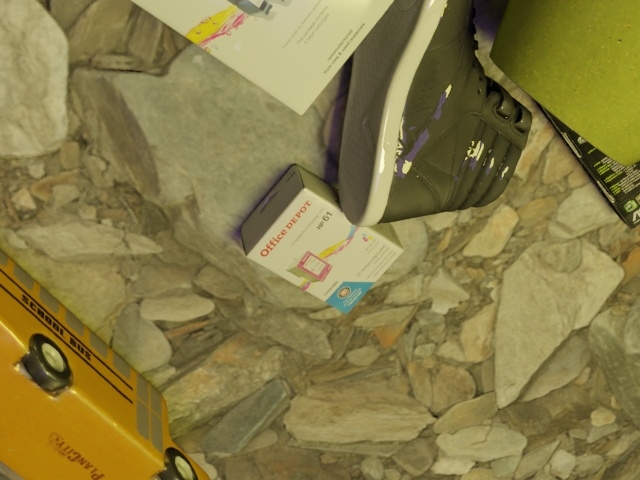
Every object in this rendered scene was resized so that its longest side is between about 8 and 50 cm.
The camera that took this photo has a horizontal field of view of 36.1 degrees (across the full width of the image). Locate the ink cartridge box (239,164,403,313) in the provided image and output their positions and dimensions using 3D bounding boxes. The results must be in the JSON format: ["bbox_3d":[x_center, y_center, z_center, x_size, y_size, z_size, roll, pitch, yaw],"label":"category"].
[{"bbox_3d":[0.000,0.000,0.910,0.122,0.052,0.088,31,110,-25],"label":"ink cartridge box"}]

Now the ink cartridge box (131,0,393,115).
[{"bbox_3d":[-0.053,-0.208,0.728,0.176,0.128,0.127,32,110,-26],"label":"ink cartridge box"}]

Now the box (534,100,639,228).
[{"bbox_3d":[0.317,-0.129,0.904,0.191,0.045,0.184,-38,118,13],"label":"box"}]

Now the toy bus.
[{"bbox_3d":[-0.240,0.151,0.904,0.108,0.130,0.332,-35,121,9],"label":"toy bus"}]

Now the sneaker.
[{"bbox_3d":[0.112,-0.150,0.823,0.147,0.104,0.295,-1,118,-24],"label":"sneaker"}]

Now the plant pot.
[{"bbox_3d":[0.267,-0.208,0.706,0.275,0.274,0.293,30,110,-26],"label":"plant pot"}]
